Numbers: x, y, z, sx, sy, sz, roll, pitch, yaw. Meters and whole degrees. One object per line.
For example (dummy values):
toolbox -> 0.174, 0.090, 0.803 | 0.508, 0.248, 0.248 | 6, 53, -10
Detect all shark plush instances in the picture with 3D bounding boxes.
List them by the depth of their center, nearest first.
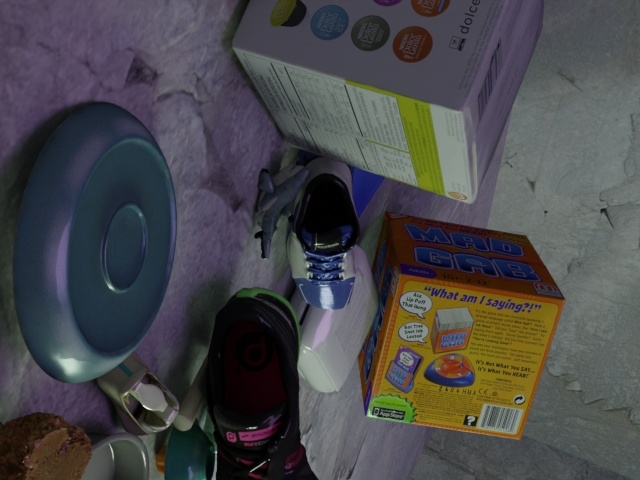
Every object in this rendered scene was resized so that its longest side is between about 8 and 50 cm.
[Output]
shark plush -> -0.072, -0.049, 1.462 | 0.161, 0.067, 0.073 | -69, 161, -3

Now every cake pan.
cake pan -> -0.334, 0.384, 1.200 | 0.293, 0.054, 0.293 | -53, 154, -40

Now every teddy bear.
teddy bear -> -0.389, 0.317, 0.947 | 0.338, 0.113, 0.245 | -61, 153, -2

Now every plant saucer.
plant saucer -> -0.234, 0.005, 1.018 | 0.317, 0.043, 0.318 | 7, 90, -75

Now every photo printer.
photo printer -> 0.020, 0.150, 1.840 | 0.256, 0.107, 0.307 | -64, 159, -19

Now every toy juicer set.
toy juicer set -> -0.221, 0.349, 1.391 | 0.209, 0.089, 0.329 | -16, 107, -81

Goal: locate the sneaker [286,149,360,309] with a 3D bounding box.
sneaker -> 0.000, -0.001, 1.535 | 0.182, 0.127, 0.315 | -88, 179, -61

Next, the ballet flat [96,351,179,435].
ballet flat -> -0.241, 0.224, 1.253 | 0.086, 0.086, 0.248 | -62, 159, -22

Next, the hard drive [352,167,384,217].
hard drive -> 0.070, -0.177, 1.758 | 0.210, 0.040, 0.319 | -56, 156, -34

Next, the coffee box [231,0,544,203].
coffee box -> 0.118, -0.305, 1.324 | 0.338, 0.334, 0.338 | 55, 56, -69

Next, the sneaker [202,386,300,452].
sneaker -> -0.131, 0.312, 1.608 | 0.256, 0.094, 0.151 | 13, 91, -61

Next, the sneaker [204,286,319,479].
sneaker -> -0.102, 0.311, 1.371 | 0.202, 0.185, 0.483 | 27, 51, -77

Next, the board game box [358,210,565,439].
board game box -> 0.297, 0.185, 2.069 | 0.356, 0.356, 0.356 | -93, -167, -67
